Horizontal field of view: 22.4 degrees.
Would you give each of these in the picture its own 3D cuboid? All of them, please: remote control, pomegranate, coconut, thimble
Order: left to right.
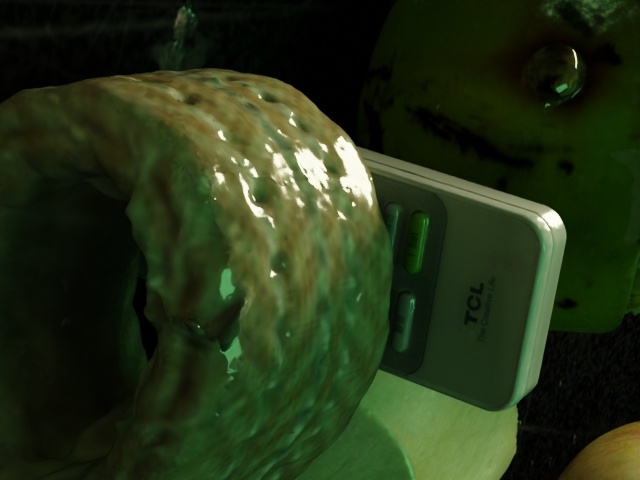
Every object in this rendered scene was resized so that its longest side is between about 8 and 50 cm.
[{"bbox_3d":[-0.085,0.031,0.758,0.148,0.196,0.229,-8,144,-53],"label":"thimble"},{"bbox_3d":[-0.001,0.113,0.927,0.222,0.202,0.202,-44,141,-42],"label":"coconut"},{"bbox_3d":[0.000,0.000,0.809,0.034,0.250,0.103,-21,125,-54],"label":"remote control"},{"bbox_3d":[0.144,-0.061,1.040,0.260,0.260,0.340,-59,176,-18],"label":"pomegranate"}]

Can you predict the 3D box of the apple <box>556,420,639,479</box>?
[{"bbox_3d":[0.313,0.305,1.506,0.234,0.257,0.257,-48,161,30],"label":"apple"}]
